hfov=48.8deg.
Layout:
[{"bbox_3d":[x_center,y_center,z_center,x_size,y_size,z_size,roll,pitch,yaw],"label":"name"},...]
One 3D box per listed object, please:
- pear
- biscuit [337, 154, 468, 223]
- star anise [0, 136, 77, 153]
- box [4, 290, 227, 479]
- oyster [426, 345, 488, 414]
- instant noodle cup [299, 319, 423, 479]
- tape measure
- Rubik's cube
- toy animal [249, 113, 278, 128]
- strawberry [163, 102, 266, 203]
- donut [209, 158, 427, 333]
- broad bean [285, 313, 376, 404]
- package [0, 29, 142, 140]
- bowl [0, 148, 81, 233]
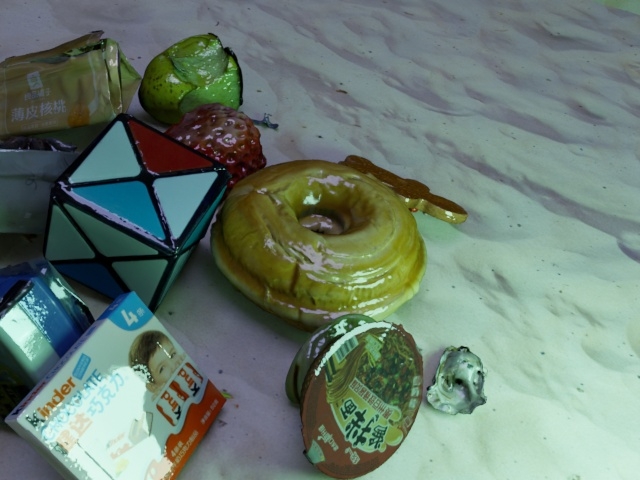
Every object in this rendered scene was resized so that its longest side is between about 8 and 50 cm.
[{"bbox_3d":[-0.363,-0.422,1.825,0.255,0.164,0.238,-24,54,-27],"label":"pear"},{"bbox_3d":[0.186,-0.111,1.634,0.324,0.049,0.205,23,19,10],"label":"biscuit"},{"bbox_3d":[-0.651,-0.202,1.588,0.205,0.061,0.180,1,6,-8],"label":"star anise"},{"bbox_3d":[-0.300,0.263,1.100,0.048,0.265,0.273,-17,28,41],"label":"box"},{"bbox_3d":[0.265,0.258,1.323,0.108,0.053,0.165,6,48,22],"label":"oyster"},{"bbox_3d":[0.050,0.254,1.183,0.274,0.274,0.091,-27,27,-32],"label":"instant noodle cup"},{"bbox_3d":[-0.492,0.177,1.118,0.262,0.259,0.138,-6,35,23],"label":"tape measure"},{"bbox_3d":[-0.350,-0.045,1.340,0.250,0.246,0.248,28,50,-5],"label":"Rubik's cube"},{"bbox_3d":[-0.143,-0.318,1.847,0.084,0.028,0.050,18,53,7],"label":"toy animal"},{"bbox_3d":[-0.286,-0.200,1.619,0.265,0.149,0.336,37,51,23],"label":"strawberry"},{"bbox_3d":[0.000,0.000,1.435,0.449,0.198,0.448,7,42,-6],"label":"donut"},{"bbox_3d":[0.021,0.212,1.256,0.072,0.153,0.206,28,70,37],"label":"broad bean"},{"bbox_3d":[-0.613,-0.371,1.654,0.311,0.165,0.221,-7,42,14],"label":"package"},{"bbox_3d":[-0.616,-0.097,1.398,0.307,0.163,0.307,2,2,0],"label":"bowl"}]
